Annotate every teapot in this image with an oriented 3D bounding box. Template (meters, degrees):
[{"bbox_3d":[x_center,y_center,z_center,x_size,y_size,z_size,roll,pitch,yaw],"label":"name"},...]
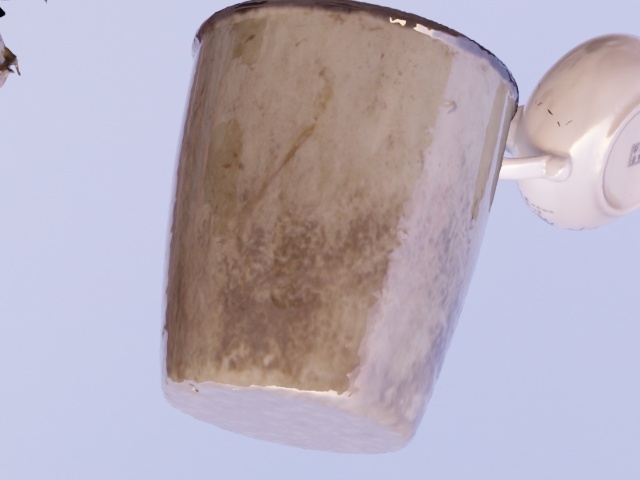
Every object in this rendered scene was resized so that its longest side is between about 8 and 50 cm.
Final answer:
[{"bbox_3d":[0.262,-0.113,1.635,0.299,0.208,0.166,-9,-135,-31],"label":"teapot"}]

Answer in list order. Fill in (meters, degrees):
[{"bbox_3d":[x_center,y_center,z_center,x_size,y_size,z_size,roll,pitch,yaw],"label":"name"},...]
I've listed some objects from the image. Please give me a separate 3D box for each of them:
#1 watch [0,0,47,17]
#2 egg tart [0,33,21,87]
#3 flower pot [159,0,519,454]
[{"bbox_3d":[-0.120,-0.261,0.799,0.327,0.314,0.335,-24,-134,-10],"label":"watch"},{"bbox_3d":[-0.311,-0.169,1.260,0.090,0.212,0.212,-32,-150,7],"label":"egg tart"},{"bbox_3d":[0.000,0.000,1.377,0.293,0.293,0.330,-5,-113,44],"label":"flower pot"}]
